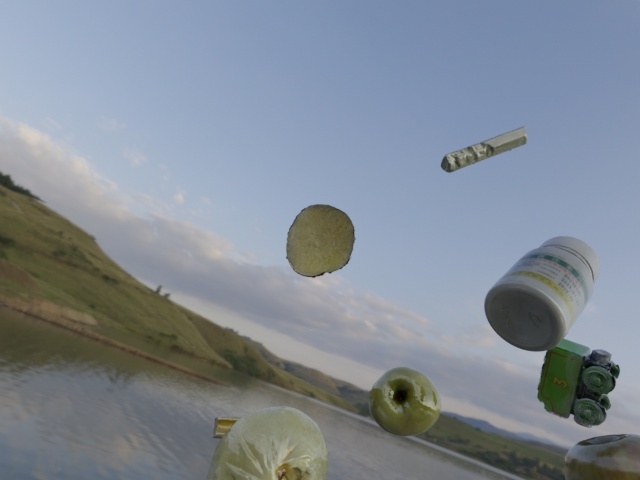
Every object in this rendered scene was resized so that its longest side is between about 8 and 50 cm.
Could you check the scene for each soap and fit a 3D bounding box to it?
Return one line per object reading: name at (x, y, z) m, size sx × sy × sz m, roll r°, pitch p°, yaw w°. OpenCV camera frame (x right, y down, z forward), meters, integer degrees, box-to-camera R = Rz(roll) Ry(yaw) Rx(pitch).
soap at (-0.257, 0.658, 1.626) m, size 0.232 × 0.073 × 0.140 m, roll 10°, pitch -29°, yaw -17°

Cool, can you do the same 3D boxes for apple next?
apple at (0.749, 0.604, 1.136) m, size 0.257 × 0.233 × 0.257 m, roll -17°, pitch -19°, yaw -6°
apple at (0.312, 0.597, 1.728) m, size 0.262 × 0.262 × 0.262 m, roll 19°, pitch -18°, yaw 7°

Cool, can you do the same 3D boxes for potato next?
potato at (0.000, 0.000, 1.289) m, size 0.182 × 0.202 × 0.117 m, roll 14°, pitch 3°, yaw 0°

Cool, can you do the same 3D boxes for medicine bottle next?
medicine bottle at (0.620, 0.130, 1.276) m, size 0.208 × 0.340 × 0.208 m, roll 27°, pitch -48°, yaw 34°

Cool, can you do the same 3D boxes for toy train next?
toy train at (0.964, 0.537, 1.750) m, size 0.249 × 0.307 × 0.173 m, roll 16°, pitch 16°, yaw 38°

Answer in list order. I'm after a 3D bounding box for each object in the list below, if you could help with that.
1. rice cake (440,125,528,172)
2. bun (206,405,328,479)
rice cake at (0.466, -0.257, 1.318) m, size 0.256 × 0.052 × 0.057 m, roll -21°, pitch -39°, yaw -6°
bun at (-0.072, 0.380, 0.759) m, size 0.222 × 0.222 × 0.128 m, roll 32°, pitch -30°, yaw -29°
